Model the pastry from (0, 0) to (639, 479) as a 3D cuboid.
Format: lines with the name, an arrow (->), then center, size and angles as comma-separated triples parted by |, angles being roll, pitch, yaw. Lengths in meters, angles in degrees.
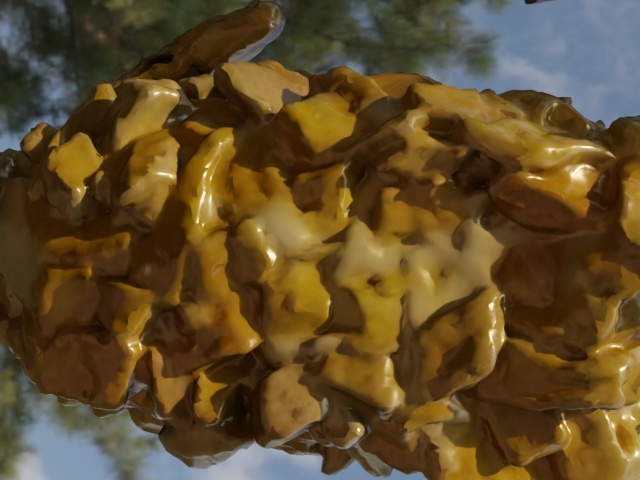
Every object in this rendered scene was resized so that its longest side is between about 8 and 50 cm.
pastry -> 0.000, 0.000, 0.395 | 0.250, 0.102, 0.154 | 13, -85, 16

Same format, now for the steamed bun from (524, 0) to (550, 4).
steamed bun -> 0.182, -0.341, 0.909 | 0.235, 0.379, 0.248 | -13, -65, 8
